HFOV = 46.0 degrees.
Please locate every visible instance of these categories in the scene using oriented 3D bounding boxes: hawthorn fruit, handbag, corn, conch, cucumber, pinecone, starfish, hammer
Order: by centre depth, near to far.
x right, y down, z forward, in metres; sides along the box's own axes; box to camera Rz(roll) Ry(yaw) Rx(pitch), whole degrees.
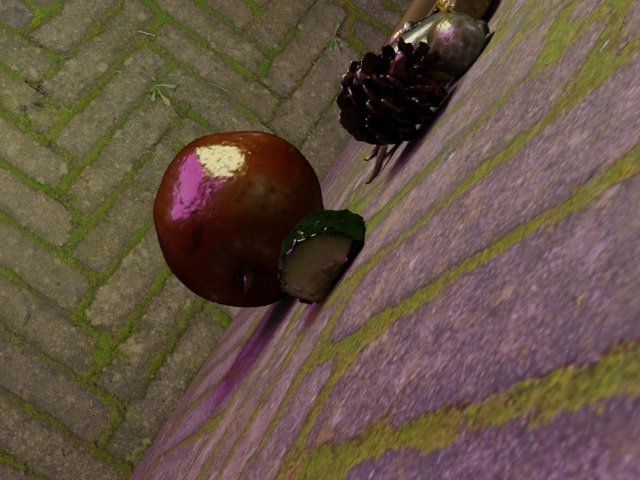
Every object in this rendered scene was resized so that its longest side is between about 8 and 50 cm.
[{"bbox_3d":[0.000,-0.003,1.314,0.145,0.105,0.325,-55,3,12],"label":"cucumber"},{"bbox_3d":[0.132,-0.263,1.370,0.204,0.179,0.184,-16,61,55],"label":"pinecone"},{"bbox_3d":[0.240,-0.364,1.391,0.173,0.106,0.116,-138,63,-71],"label":"conch"},{"bbox_3d":[0.147,-0.227,1.587,0.238,0.057,0.213,-59,7,-22],"label":"starfish"},{"bbox_3d":[0.226,-0.383,1.616,0.202,0.113,0.305,-32,-2,16],"label":"hammer"},{"bbox_3d":[-0.173,-0.022,1.640,0.403,0.403,0.403,-55,5,8],"label":"hawthorn fruit"},{"bbox_3d":[0.316,-0.542,1.648,0.130,0.130,0.347,-53,7,27],"label":"corn"},{"bbox_3d":[0.275,-0.543,1.924,0.302,0.149,0.283,-54,3,-10],"label":"handbag"}]
